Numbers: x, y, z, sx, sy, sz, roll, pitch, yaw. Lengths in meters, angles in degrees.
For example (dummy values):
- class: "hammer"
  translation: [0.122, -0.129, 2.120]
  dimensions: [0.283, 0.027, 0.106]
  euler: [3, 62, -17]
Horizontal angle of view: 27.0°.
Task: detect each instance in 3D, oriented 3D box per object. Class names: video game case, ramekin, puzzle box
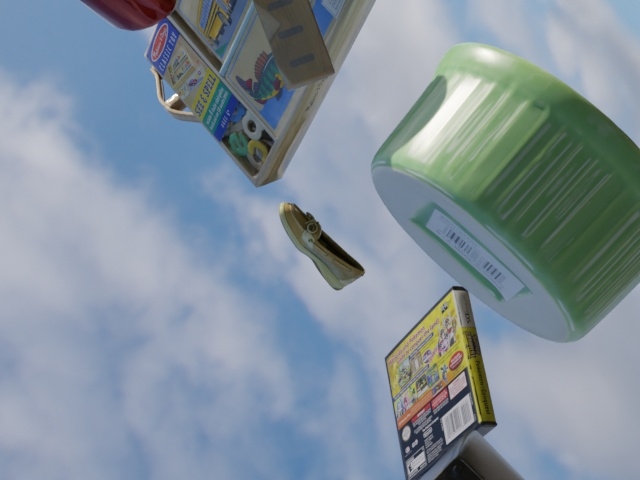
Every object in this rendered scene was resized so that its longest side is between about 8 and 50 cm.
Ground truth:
- class: "video game case"
  translation: [0.195, 0.248, 2.223]
  dimensions: [0.035, 0.275, 0.248]
  euler: [5, -122, -23]
- class: "ramekin"
  translation: [0.193, -0.037, 1.316]
  dimensions: [0.303, 0.148, 0.303]
  euler: [41, 171, 8]
- class: "puzzle box"
  translation: [-0.081, -0.297, 1.723]
  dimensions: [0.052, 0.409, 0.272]
  euler: [-24, -114, -39]

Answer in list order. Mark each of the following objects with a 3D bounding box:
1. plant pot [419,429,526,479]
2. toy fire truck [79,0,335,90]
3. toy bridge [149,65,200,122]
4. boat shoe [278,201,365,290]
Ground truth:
- class: "plant pot"
  translation: [0.196, 0.379, 1.780]
  dimensions: [0.188, 0.187, 0.167]
  euler: [44, -178, 16]
- class: "toy fire truck"
  translation: [-0.102, -0.230, 1.082]
  dimensions: [0.158, 0.217, 0.246]
  euler: [35, -151, -49]
- class: "toy bridge"
  translation: [-0.207, -0.215, 2.022]
  dimensions: [0.188, 0.063, 0.026]
  euler: [42, 169, 39]
- class: "boat shoe"
  translation: [0.000, 0.001, 1.794]
  dimensions: [0.153, 0.048, 0.056]
  euler: [52, -159, -21]
